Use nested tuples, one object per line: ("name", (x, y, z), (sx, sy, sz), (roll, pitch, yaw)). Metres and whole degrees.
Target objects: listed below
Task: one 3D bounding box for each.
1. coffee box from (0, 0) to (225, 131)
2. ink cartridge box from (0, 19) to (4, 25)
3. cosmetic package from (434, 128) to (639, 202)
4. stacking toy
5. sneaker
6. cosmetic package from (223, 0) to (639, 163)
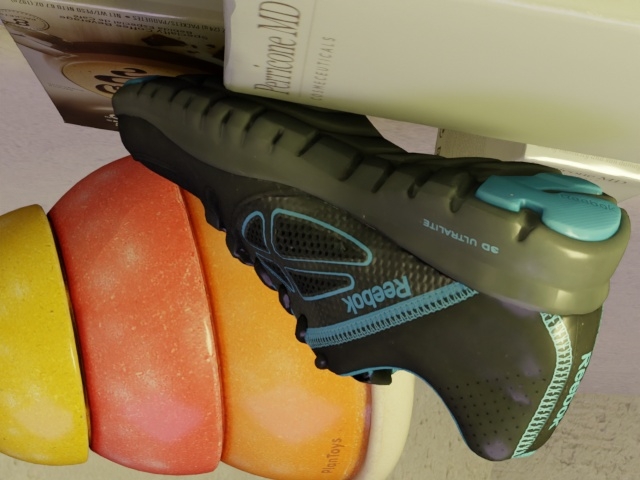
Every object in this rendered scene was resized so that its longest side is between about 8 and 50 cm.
("coffee box", (-0.093, -0.150, 1.104), (0.168, 0.119, 0.297), (8, 170, 2))
("ink cartridge box", (-0.262, -0.207, 1.024), (0.154, 0.093, 0.212), (10, 168, 1))
("cosmetic package", (0.177, -0.072, 1.402), (0.117, 0.086, 0.231), (11, 171, -12))
("stacking toy", (-0.187, 0.065, 1.409), (0.479, 0.351, 0.350), (-9, 175, -15))
("sneaker", (0.000, 0.000, 0.935), (0.125, 0.140, 0.340), (-7, -156, -42))
("cosmetic package", (0.188, -0.132, 0.827), (0.453, 0.162, 0.230), (10, 170, -1))
